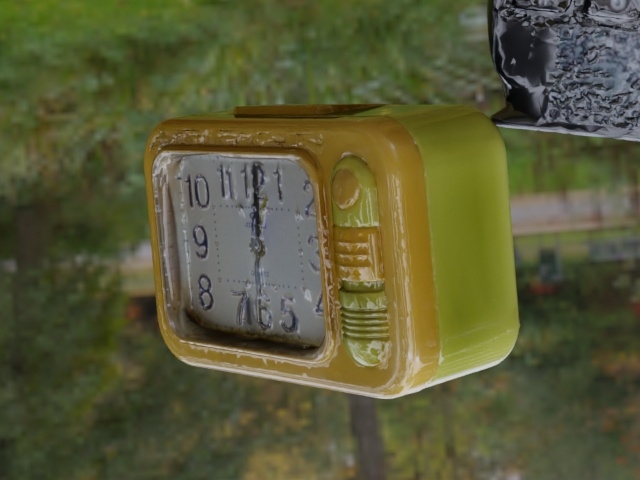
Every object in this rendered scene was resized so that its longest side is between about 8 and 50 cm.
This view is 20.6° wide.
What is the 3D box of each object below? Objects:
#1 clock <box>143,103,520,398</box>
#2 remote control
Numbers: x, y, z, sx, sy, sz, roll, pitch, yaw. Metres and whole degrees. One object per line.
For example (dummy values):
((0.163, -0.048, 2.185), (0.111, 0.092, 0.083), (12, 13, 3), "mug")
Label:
((0.000, 0.000, 0.919), (0.096, 0.143, 0.202), (-15, -168, -40), "clock")
((0.160, -0.239, 0.824), (0.144, 0.399, 0.062), (5, -154, 0), "remote control")
